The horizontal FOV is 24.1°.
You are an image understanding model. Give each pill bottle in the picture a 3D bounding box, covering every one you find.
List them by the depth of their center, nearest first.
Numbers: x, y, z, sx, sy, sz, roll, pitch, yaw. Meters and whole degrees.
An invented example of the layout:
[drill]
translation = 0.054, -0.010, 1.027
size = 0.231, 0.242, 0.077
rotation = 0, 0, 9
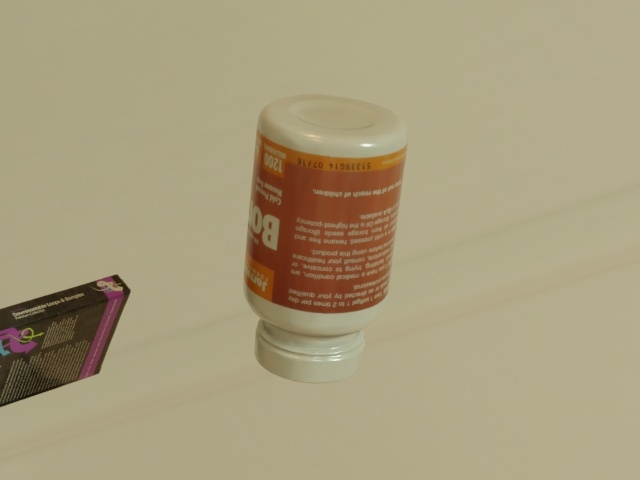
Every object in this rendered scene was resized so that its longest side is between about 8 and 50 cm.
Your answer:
[pill bottle]
translation = 0.000, 0.000, 1.216
size = 0.121, 0.121, 0.216
rotation = -79, 176, -68

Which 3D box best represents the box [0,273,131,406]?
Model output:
[box]
translation = -0.256, 0.096, 1.353
size = 0.162, 0.116, 0.029
rotation = -18, 56, -43
